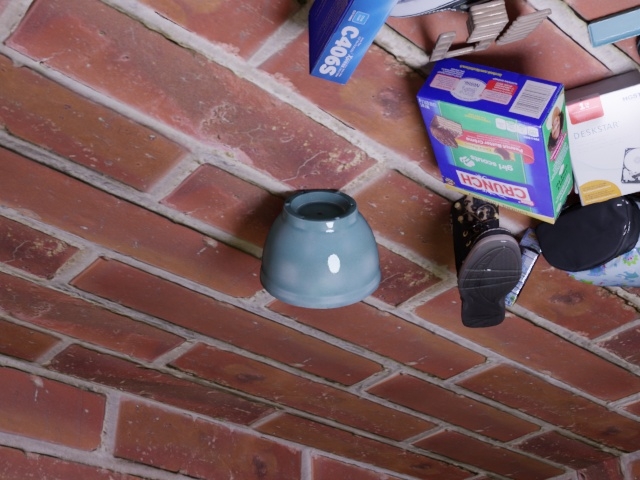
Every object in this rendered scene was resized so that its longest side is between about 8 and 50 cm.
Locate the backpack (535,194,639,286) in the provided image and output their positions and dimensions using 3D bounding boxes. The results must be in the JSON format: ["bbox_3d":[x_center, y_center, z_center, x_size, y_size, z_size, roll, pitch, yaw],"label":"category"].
[{"bbox_3d":[0.753,0.002,2.069,0.355,0.274,0.290,-11,171,-34],"label":"backpack"}]

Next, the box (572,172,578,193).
[{"bbox_3d":[0.612,-0.175,1.939,0.101,0.087,0.101,-9,145,13],"label":"box"}]

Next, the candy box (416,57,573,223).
[{"bbox_3d":[0.361,-0.201,1.757,0.268,0.122,0.317,21,158,31],"label":"candy box"}]

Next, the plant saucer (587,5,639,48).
[{"bbox_3d":[0.608,-0.420,1.641,0.192,0.018,0.067,-15,144,18],"label":"plant saucer"}]

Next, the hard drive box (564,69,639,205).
[{"bbox_3d":[0.601,-0.211,1.798,0.181,0.089,0.232,-16,114,18],"label":"hard drive box"}]

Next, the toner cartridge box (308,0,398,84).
[{"bbox_3d":[0.078,-0.442,1.456,0.075,0.165,0.348,12,144,-20],"label":"toner cartridge box"}]

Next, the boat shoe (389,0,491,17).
[{"bbox_3d":[0.265,-0.444,1.497,0.335,0.121,0.119,-15,144,18],"label":"boat shoe"}]

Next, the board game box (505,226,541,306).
[{"bbox_3d":[0.505,0.063,2.178,0.060,0.194,0.194,27,-173,14],"label":"board game box"}]

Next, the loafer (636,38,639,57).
[{"bbox_3d":[0.722,-0.323,1.719,0.096,0.084,0.267,-28,141,36],"label":"loafer"}]

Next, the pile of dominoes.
[{"bbox_3d":[0.299,-0.387,1.575,0.195,0.040,0.251,-12,-178,3],"label":"pile of dominoes"}]

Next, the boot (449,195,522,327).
[{"bbox_3d":[0.378,0.007,2.020,0.138,0.284,0.377,-4,147,6],"label":"boot"}]

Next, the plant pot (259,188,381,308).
[{"bbox_3d":[0.000,0.000,2.037,0.292,0.293,0.196,-1,120,-2],"label":"plant pot"}]
